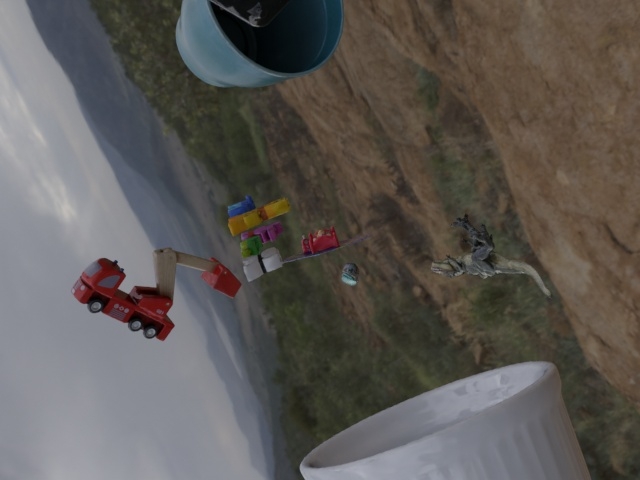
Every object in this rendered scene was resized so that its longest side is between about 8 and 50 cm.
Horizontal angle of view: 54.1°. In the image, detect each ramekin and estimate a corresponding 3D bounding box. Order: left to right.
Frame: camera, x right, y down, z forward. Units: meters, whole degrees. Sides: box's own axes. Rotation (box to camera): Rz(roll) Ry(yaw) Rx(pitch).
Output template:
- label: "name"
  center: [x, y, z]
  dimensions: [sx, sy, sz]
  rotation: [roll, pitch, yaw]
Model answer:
- label: "ramekin"
  center: [0.130, 0.235, 0.634]
  dimensions: [0.277, 0.277, 0.135]
  rotation: [118, 131, -75]

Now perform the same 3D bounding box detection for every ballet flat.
- label: "ballet flat"
  center: [0.068, 0.069, 1.343]
  dimensions: [0.041, 0.041, 0.114]
  rotation: [62, 175, 12]

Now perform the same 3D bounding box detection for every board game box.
- label: "board game box"
  center: [0.000, 0.000, 1.050]
  dimensions: [0.169, 0.133, 0.033]
  rotation: [-14, 94, 46]

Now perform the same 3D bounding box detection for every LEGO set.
- label: "LEGO set"
  center: [-0.085, -0.023, 0.959]
  dimensions: [0.227, 0.093, 0.087]
  rotation: [-120, 8, -74]

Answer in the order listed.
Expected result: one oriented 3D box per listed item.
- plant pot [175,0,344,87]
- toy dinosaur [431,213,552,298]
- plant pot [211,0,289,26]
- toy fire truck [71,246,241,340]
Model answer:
- label: "plant pot"
  center: [-0.140, -0.403, 1.157]
  dimensions: [0.255, 0.272, 0.271]
  rotation: [-5, 112, 56]
- label: "toy dinosaur"
  center: [0.272, 0.022, 1.050]
  dimensions: [0.118, 0.064, 0.268]
  rotation: [61, 160, -17]
- label: "plant pot"
  center: [-0.071, -0.290, 0.494]
  dimensions: [0.188, 0.187, 0.167]
  rotation: [18, -136, -45]
- label: "toy fire truck"
  center: [-0.214, 0.059, 0.838]
  dimensions: [0.192, 0.135, 0.047]
  rotation: [37, 176, -39]
